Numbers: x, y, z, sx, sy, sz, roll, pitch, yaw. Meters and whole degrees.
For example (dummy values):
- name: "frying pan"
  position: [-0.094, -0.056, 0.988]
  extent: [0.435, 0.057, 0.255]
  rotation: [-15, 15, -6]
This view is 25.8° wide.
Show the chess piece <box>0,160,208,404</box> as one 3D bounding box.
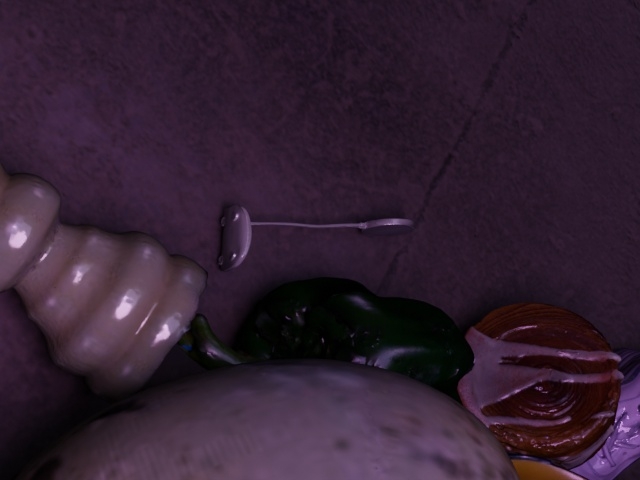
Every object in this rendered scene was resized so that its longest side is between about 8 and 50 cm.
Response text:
- name: "chess piece"
  position: [-0.218, 0.006, 1.049]
  extent: [0.243, 0.133, 0.133]
  rotation: [37, 62, -17]

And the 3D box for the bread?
- name: "bread"
  position: [0.197, 0.136, 1.288]
  extent: [0.161, 0.073, 0.160]
  rotation: [-4, 58, 6]

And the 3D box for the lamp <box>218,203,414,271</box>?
- name: "lamp"
  position: [0.000, 0.000, 1.240]
  extent: [0.198, 0.050, 0.056]
  rotation: [1, 77, -32]

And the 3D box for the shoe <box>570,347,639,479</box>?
- name: "shoe"
  position: [0.284, 0.178, 1.344]
  extent: [0.245, 0.138, 0.095]
  rotation: [-34, 96, -34]

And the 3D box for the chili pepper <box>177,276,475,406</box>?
- name: "chili pepper"
  position: [-0.003, 0.113, 1.149]
  extent: [0.261, 0.174, 0.165]
  rotation: [-2, 109, -38]

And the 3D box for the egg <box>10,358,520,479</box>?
- name: "egg"
  position: [-0.055, 0.259, 0.945]
  extent: [0.428, 0.345, 0.345]
  rotation: [-29, 98, -6]

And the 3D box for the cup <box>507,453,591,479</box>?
- name: "cup"
  position: [0.155, 0.308, 1.171]
  extent: [0.178, 0.256, 0.255]
  rotation: [22, 28, 0]
